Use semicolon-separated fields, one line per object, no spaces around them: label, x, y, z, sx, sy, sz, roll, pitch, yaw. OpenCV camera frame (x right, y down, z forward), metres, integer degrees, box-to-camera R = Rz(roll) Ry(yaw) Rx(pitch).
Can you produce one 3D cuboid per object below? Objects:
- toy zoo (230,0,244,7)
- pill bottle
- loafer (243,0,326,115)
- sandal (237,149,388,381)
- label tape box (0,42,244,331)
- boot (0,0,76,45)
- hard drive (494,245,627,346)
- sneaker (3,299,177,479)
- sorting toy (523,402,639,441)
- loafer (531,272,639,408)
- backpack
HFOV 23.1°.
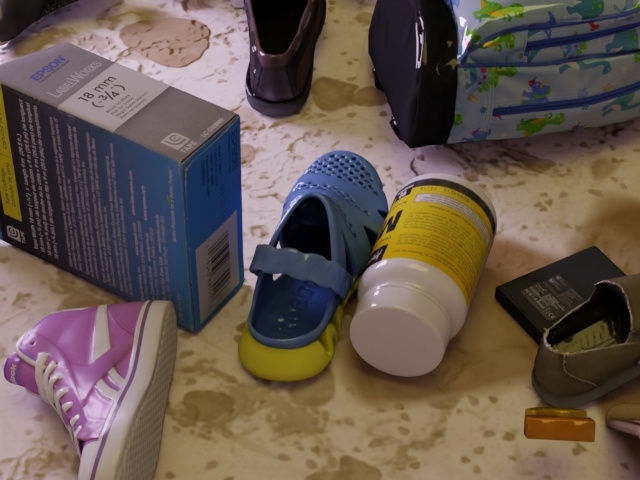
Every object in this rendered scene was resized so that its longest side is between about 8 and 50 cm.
toy zoo;-0.067;-0.407;2.172;0.192;0.030;0.293;-16;46;-18
pill bottle;0.107;0.036;1.635;0.119;0.119;0.208;13;43;12
loafer;-0.047;-0.294;1.978;0.109;0.095;0.302;0;51;1
sandal;0.000;0.000;1.661;0.126;0.138;0.317;8;41;10
label tape box;-0.245;-0.075;1.655;0.334;0.240;0.106;24;48;22
boot;-0.341;-0.321;2.022;0.137;0.077;0.198;2;42;17
hard drive;0.270;0.060;1.684;0.135;0.022;0.094;-21;47;-22
sneaker;-0.235;0.163;1.513;0.161;0.102;0.282;0;32;4
sorting toy;0.339;0.186;1.463;0.307;0.041;0.229;3;0;2
loafer;0.324;0.078;1.581;0.251;0.087;0.094;-32;50;-11
backpack;0.264;-0.249;1.880;0.356;0.273;0.290;7;34;-13
